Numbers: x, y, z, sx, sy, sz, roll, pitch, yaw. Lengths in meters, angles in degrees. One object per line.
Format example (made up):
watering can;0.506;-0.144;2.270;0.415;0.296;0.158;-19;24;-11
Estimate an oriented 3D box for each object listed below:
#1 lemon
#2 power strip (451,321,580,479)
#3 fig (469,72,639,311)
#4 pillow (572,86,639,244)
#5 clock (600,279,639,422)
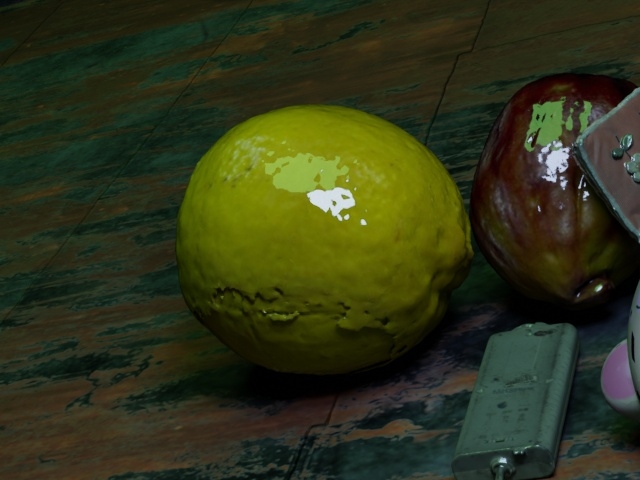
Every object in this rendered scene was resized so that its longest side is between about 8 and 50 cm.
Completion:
lemon;0.000;0.000;1.803;0.297;0.297;0.297;-16;23;7
power strip;0.179;0.156;1.626;0.092;0.034;0.268;-10;25;19
fig;0.256;-0.053;1.811;0.224;0.224;0.263;0;36;37
pillow;0.339;-0.029;1.700;0.126;0.232;0.043;-38;1;-28
clock;0.364;0.070;1.428;0.114;0.284;0.309;20;2;-29
